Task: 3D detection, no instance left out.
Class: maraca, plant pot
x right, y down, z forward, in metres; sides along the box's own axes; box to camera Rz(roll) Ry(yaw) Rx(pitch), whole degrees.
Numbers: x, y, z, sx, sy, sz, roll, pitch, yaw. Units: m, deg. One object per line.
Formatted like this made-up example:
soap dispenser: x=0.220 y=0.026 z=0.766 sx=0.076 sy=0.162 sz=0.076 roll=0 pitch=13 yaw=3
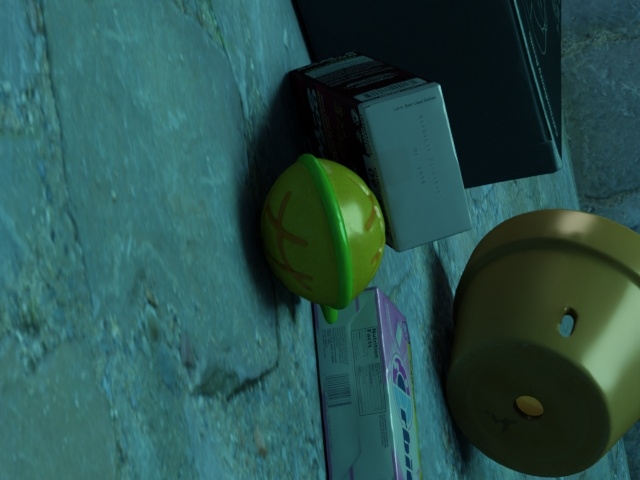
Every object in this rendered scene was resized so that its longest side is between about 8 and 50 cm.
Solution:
maraca: x=0.000 y=0.000 z=1.516 sx=0.186 sy=0.099 sz=0.127 roll=103 pitch=-27 yaw=-70
plant pot: x=0.273 y=0.137 z=2.154 sx=0.203 sy=0.290 sz=0.291 roll=-55 pitch=135 yaw=-48

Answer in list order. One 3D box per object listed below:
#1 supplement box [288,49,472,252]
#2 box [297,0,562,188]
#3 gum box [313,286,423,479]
supplement box: x=0.047 y=-0.082 z=1.601 sx=0.239 sy=0.073 sz=0.130 roll=-142 pitch=-144 yaw=-71
box: x=0.122 y=-0.270 z=1.934 sx=0.395 sy=0.212 sz=0.294 roll=-79 pitch=154 yaw=-57
gum box: x=0.044 y=0.138 z=1.643 sx=0.107 sy=0.062 sz=0.188 roll=45 pitch=37 yaw=-66
